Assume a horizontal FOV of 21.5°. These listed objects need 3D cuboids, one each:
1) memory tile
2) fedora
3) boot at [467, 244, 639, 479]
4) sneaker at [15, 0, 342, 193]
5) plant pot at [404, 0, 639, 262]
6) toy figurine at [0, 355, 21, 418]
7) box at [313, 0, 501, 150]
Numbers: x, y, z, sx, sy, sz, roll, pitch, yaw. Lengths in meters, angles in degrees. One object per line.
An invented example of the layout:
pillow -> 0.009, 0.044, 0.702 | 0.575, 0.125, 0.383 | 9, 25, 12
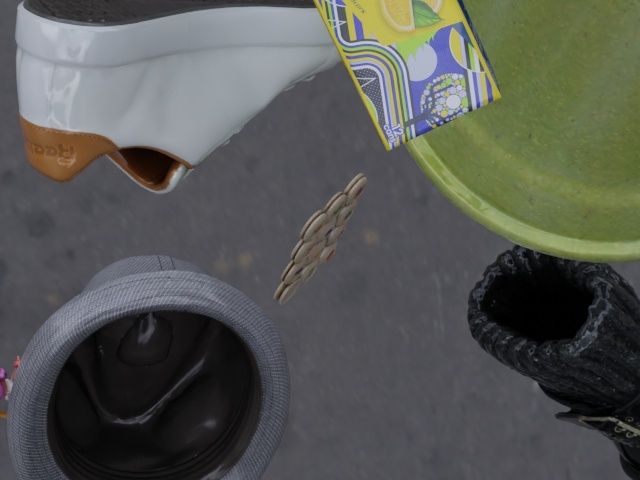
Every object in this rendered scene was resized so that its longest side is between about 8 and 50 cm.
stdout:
memory tile -> 0.000, 0.000, 1.793 | 0.012, 0.148, 0.113 | 38, 50, 12
fedora -> -0.154, 0.121, 1.484 | 0.244, 0.275, 0.124 | 0, 32, -13
boot -> 0.295, 0.106, 1.275 | 0.348, 0.260, 0.131 | -7, 46, 50
sneaker -> -0.078, -0.101, 1.060 | 0.106, 0.123, 0.290 | 25, 26, 37
plant pot -> 0.188, -0.159, 0.974 | 0.276, 0.254, 0.276 | 3, 68, -7
toy figurine -> -0.334, 0.174, 1.822 | 0.173, 0.159, 0.130 | -52, 45, 34
box -> 0.018, -0.129, 0.733 | 0.059, 0.169, 0.054 | -25, 20, 7
